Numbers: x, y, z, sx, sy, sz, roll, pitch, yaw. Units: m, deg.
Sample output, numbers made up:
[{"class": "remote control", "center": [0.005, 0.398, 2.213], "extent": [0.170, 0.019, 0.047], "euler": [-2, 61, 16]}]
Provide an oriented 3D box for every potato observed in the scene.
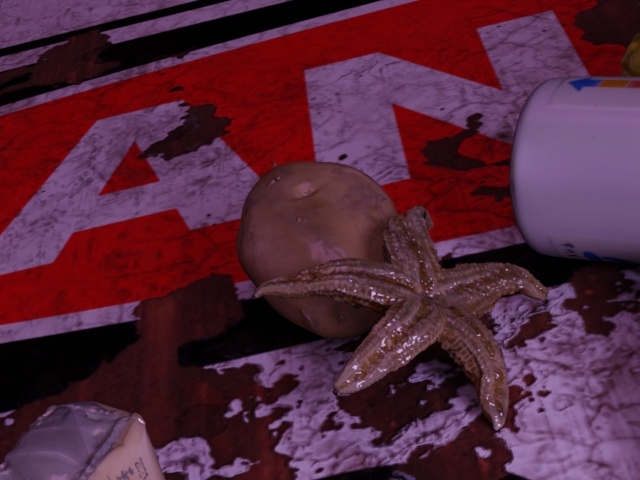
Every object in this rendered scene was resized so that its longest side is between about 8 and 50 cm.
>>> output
[{"class": "potato", "center": [-0.005, 0.001, 1.342], "extent": [0.161, 0.128, 0.235], "euler": [-9, 36, 13]}]

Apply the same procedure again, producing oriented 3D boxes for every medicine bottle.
[{"class": "medicine bottle", "center": [0.327, -0.060, 1.249], "extent": [0.293, 0.170, 0.170], "euler": [3, 34, 31]}]

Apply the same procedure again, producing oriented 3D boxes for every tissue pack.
[{"class": "tissue pack", "center": [-0.158, 0.238, 0.912], "extent": [0.090, 0.222, 0.186], "euler": [1, 34, 31]}]

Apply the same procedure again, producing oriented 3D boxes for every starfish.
[{"class": "starfish", "center": [0.086, 0.061, 1.203], "extent": [0.277, 0.062, 0.236], "euler": [4, 49, -23]}]

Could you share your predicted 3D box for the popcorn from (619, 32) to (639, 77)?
[{"class": "popcorn", "center": [0.395, -0.163, 1.369], "extent": [0.218, 0.189, 0.169], "euler": [-13, 34, 7]}]

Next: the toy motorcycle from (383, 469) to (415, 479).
[{"class": "toy motorcycle", "center": [0.051, 0.258, 0.895], "extent": [0.205, 0.127, 0.275], "euler": [-31, 26, -28]}]
